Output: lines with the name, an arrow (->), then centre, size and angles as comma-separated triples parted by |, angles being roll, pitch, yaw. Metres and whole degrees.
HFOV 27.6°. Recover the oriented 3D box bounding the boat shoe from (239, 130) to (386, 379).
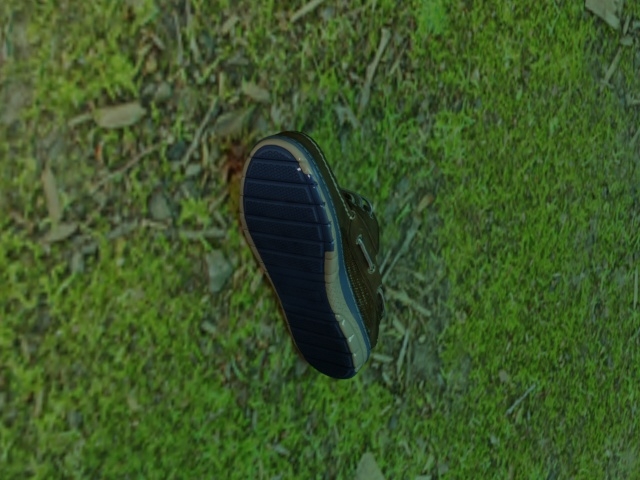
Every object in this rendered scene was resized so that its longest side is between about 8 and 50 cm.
boat shoe -> 0.000, 0.000, 0.814 | 0.066, 0.066, 0.183 | -51, 142, -38
